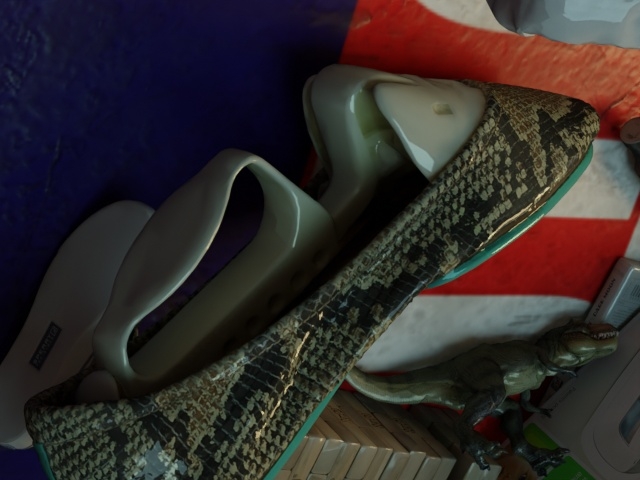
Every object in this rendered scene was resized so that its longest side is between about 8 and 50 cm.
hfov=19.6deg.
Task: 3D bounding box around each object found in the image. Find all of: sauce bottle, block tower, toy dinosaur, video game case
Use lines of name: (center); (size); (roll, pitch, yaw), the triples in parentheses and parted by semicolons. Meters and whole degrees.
sauce bottle: (0.275, -0.052, 1.476); (0.042, 0.042, 0.128); (-48, 133, 1)
block tower: (-0.010, 0.164, 1.386); (0.335, 0.091, 0.097); (12, 110, -40)
toy dinosaur: (0.131, 0.124, 1.446); (0.268, 0.118, 0.064); (-5, 144, -31)
video game case: (0.282, 0.107, 1.599); (0.190, 0.022, 0.173); (13, 110, -40)

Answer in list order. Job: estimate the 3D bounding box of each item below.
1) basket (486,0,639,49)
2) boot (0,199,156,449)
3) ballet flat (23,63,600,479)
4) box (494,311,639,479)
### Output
basket: (0.235, -0.275, 1.068); (0.328, 0.331, 0.266); (2, 116, -18)
boot: (-0.149, 0.060, 1.249); (0.190, 0.069, 0.086); (-55, 147, 11)
ballet flat: (0.000, 0.000, 1.213); (0.483, 0.164, 0.182); (-43, 117, -24)
box: (0.305, 0.188, 1.493); (0.262, 0.231, 0.127); (-42, 134, -4)
